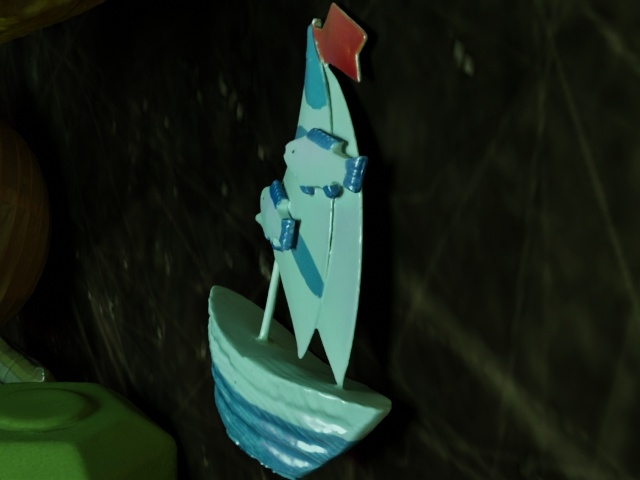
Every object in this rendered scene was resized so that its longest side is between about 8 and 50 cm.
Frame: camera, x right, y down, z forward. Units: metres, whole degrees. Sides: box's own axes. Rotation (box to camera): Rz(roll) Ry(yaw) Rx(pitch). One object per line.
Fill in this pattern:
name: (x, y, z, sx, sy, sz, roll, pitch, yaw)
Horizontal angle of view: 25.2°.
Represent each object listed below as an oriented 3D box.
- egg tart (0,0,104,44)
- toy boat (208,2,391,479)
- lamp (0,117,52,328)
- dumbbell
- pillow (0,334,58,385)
egg tart: (-0.132, -0.152, 0.509, 0.147, 0.202, 0.203, 12, 108, 46)
toy boat: (0.002, 0.011, 0.453, 0.149, 0.034, 0.105, -62, 40, 31)
lamp: (-0.200, -0.009, 0.717, 0.136, 0.136, 0.136, 27, 121, 58)
dumbbell: (-0.120, 0.215, 0.646, 0.108, 0.121, 0.302, -91, 1, -76)
pillow: (-0.150, 0.157, 0.766, 0.113, 0.038, 0.203, -165, 70, -64)
